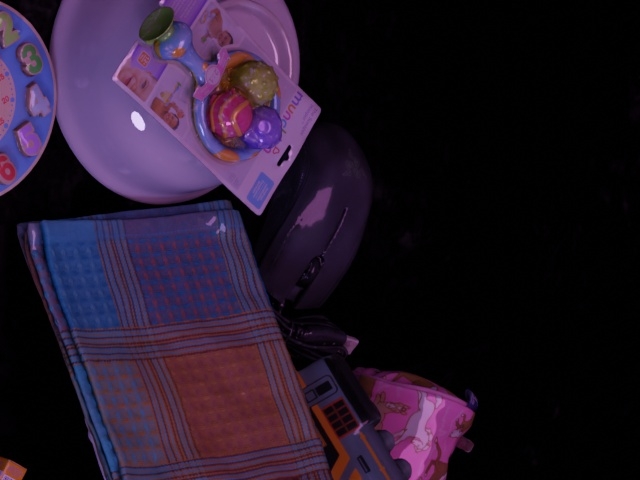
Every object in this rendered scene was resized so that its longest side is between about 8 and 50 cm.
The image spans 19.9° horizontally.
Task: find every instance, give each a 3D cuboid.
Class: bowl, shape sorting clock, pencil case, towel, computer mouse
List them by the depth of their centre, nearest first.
[{"bbox_3d":[-0.342,-0.135,1.771,0.206,0.040,0.206,-6,99,-39],"label":"shape sorting clock"},{"bbox_3d":[-0.135,0.131,1.858,0.271,0.040,0.370,-6,67,-40],"label":"towel"},{"bbox_3d":[-0.123,-0.180,1.891,0.298,0.134,0.297,-5,99,-39],"label":"bowl"},{"bbox_3d":[0.000,0.000,2.058,0.188,0.072,0.272,19,84,-39],"label":"computer mouse"},{"bbox_3d":[0.064,0.343,2.104,0.167,0.160,0.386,16,84,-2],"label":"pencil case"}]

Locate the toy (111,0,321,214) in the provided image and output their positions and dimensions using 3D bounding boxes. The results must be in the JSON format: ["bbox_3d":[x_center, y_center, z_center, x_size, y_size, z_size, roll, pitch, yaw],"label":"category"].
[{"bbox_3d":[-0.086,-0.143,1.802,0.237,0.056,0.137,42,70,-35],"label":"toy"}]

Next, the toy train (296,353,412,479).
[{"bbox_3d":[0.013,0.283,1.971,0.190,0.142,0.334,-31,79,-5],"label":"toy train"}]

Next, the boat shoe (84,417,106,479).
[{"bbox_3d":[-0.178,0.321,1.925,0.156,0.136,0.367,-41,127,-18],"label":"boat shoe"}]

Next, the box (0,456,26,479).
[{"bbox_3d":[-0.349,0.273,1.790,0.028,0.081,0.136,40,70,-36],"label":"box"}]
